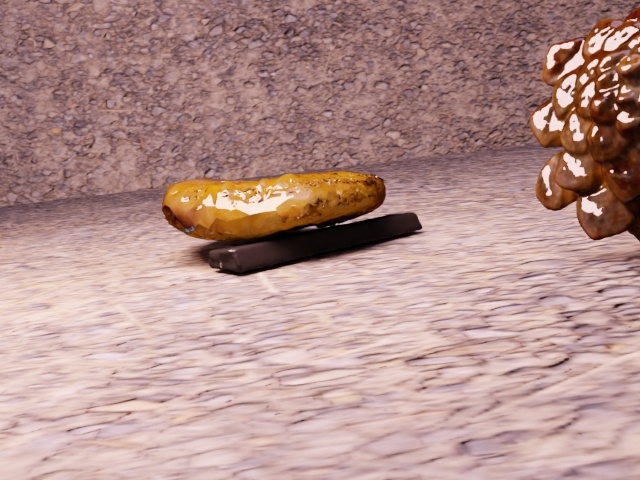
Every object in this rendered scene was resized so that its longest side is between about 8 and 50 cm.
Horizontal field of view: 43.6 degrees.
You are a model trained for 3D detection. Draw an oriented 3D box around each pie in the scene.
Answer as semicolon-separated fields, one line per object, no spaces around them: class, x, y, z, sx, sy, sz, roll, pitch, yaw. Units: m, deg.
pie;-0.052;-0.038;0.887;0.274;0.069;0.273;-3;3;0

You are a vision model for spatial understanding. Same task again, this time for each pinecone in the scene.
pinecone;0.291;-0.085;0.617;0.201;0.202;0.229;-13;26;-37

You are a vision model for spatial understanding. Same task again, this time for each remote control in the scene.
remote control;0.000;0.000;0.833;0.245;0.025;0.063;-13;6;-37
